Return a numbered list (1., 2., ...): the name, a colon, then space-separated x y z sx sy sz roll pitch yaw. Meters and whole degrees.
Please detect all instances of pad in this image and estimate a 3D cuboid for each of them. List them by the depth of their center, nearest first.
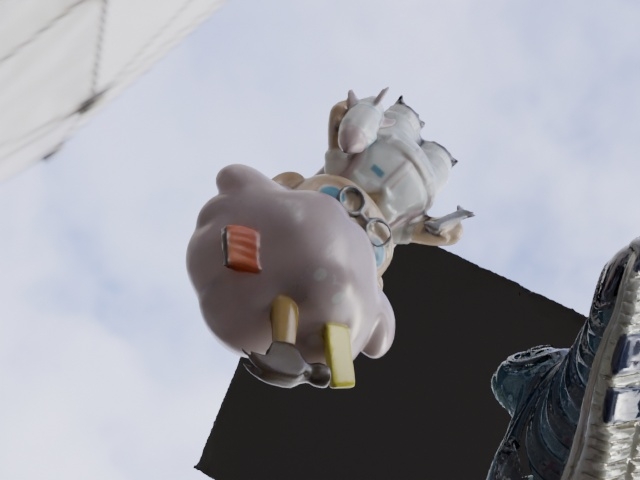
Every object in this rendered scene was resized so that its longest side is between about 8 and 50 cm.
1. pad: 0.078 0.133 1.293 0.367 0.007 0.248 25 -88 36

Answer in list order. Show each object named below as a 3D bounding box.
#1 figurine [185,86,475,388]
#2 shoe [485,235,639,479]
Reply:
1. figurine: 0.000 0.000 0.989 0.137 0.229 0.112 52 -39 -11
2. shoe: 0.131 0.088 0.883 0.106 0.091 0.207 39 -62 40
